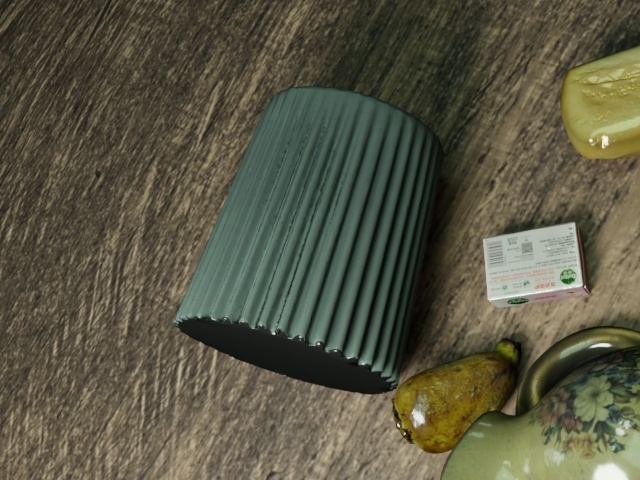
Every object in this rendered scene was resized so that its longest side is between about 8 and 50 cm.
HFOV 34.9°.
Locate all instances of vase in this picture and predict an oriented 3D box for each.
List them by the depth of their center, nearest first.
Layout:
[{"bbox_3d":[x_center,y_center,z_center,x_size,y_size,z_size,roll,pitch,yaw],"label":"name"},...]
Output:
[{"bbox_3d":[0.308,0.222,1.139,0.302,0.241,0.329,-19,33,25],"label":"vase"}]

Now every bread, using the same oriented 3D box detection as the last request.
[{"bbox_3d":[0.414,-0.177,1.280,0.217,0.098,0.147,-12,66,20],"label":"bread"}]

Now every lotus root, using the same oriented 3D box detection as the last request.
[{"bbox_3d":[0.179,0.190,1.272,0.191,0.108,0.094,-32,29,2],"label":"lotus root"}]

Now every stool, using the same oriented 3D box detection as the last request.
[{"bbox_3d":[0.000,0.000,1.330,0.297,0.297,0.330,7,71,29],"label":"stool"}]

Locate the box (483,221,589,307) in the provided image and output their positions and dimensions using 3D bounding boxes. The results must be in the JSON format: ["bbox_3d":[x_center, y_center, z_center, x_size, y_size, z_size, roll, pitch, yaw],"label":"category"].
[{"bbox_3d":[0.276,0.032,1.308,0.125,0.043,0.089,-10,68,24],"label":"box"}]
